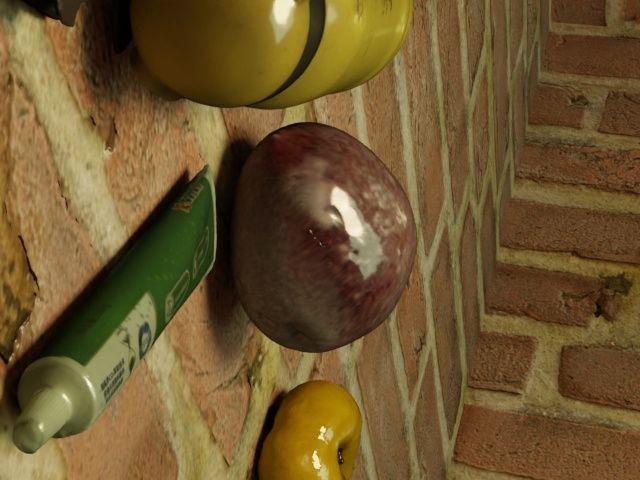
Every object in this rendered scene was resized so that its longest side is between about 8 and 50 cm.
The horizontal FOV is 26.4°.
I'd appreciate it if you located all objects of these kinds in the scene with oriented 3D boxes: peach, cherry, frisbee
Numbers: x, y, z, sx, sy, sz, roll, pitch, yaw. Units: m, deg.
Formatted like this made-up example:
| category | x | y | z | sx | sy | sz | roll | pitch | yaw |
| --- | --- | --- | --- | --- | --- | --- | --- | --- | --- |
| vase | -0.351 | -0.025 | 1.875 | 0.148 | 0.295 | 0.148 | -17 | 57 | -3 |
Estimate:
| category | x | y | z | sx | sy | sz | roll | pitch | yaw |
| --- | --- | --- | --- | --- | --- | --- | --- | --- | --- |
| peach | -0.010 | 0.255 | 1.602 | 0.179 | 0.103 | 0.179 | 10 | 90 | -78 |
| cherry | 0.000 | 0.000 | 1.359 | 0.213 | 0.184 | 0.266 | -80 | 152 | -43 |
| frisbee | -0.142 | -0.225 | 0.954 | 0.211 | 0.012 | 0.187 | 37 | 64 | -85 |

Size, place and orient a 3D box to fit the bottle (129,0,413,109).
| category | x | y | z | sx | sy | sz | roll | pitch | yaw |
| --- | --- | --- | --- | --- | --- | --- | --- | --- | --- |
| bottle | -0.043 | -0.191 | 1.115 | 0.351 | 0.172 | 0.171 | -33 | 129 | -70 |

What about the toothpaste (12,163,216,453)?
| category | x | y | z | sx | sy | sz | roll | pitch | yaw |
| --- | --- | --- | --- | --- | --- | --- | --- | --- | --- |
| toothpaste | -0.148 | 0.051 | 1.068 | 0.392 | 0.061 | 0.098 | -60 | 153 | -62 |

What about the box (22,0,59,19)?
| category | x | y | z | sx | sy | sz | roll | pitch | yaw |
| --- | --- | --- | --- | --- | --- | --- | --- | --- | --- |
| box | -0.179 | -0.215 | 0.879 | 0.126 | 0.027 | 0.125 | 39 | 62 | -74 |
